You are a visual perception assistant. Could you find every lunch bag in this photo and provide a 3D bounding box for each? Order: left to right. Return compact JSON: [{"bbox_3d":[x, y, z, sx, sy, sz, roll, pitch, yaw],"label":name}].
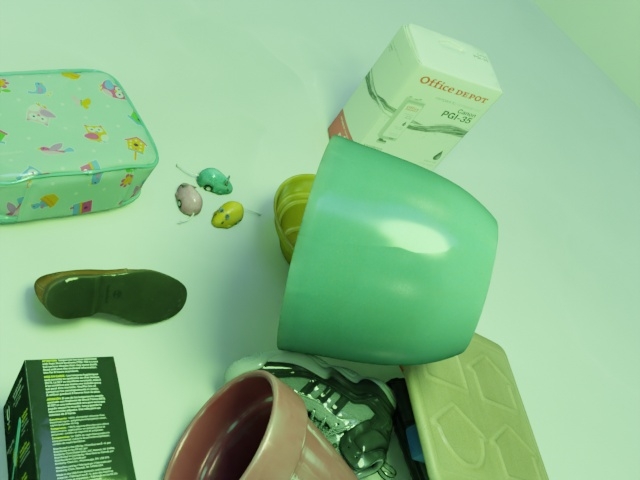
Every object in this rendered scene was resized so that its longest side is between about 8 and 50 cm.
[{"bbox_3d":[-0.387,-0.145,1.085,0.279,0.108,0.224,-14,61,-44],"label":"lunch bag"}]

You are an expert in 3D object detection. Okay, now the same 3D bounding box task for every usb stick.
[{"bbox_3d":[0.157,0.331,1.108,0.077,0.045,0.278,25,38,-51],"label":"usb stick"}]

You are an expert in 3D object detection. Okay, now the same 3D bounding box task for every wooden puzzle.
[{"bbox_3d":[0.216,0.261,1.153,0.322,0.080,0.347,28,34,-39],"label":"wooden puzzle"}]

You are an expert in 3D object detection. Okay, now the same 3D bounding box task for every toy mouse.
[{"bbox_3d":[-0.186,-0.082,1.235,0.161,0.031,0.143,-26,72,-46],"label":"toy mouse"}]

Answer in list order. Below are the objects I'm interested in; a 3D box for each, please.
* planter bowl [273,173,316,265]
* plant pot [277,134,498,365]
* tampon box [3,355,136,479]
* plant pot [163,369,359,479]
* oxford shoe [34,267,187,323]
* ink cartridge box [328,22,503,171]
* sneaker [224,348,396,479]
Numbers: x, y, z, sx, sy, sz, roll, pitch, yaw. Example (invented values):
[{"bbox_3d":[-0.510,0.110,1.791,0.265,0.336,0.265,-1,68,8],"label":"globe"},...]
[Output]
[{"bbox_3d":[0.000,0.000,1.257,0.217,0.090,0.217,20,45,-22],"label":"planter bowl"},{"bbox_3d":[0.095,0.033,0.995,0.235,0.293,0.293,15,42,4],"label":"plant pot"},{"bbox_3d":[-0.277,0.225,0.828,0.101,0.120,0.161,4,53,-34],"label":"tampon box"},{"bbox_3d":[-0.057,0.285,0.900,0.180,0.201,0.201,41,39,-22],"label":"plant pot"},{"bbox_3d":[-0.277,0.064,1.017,0.212,0.076,0.076,10,9,-43],"label":"oxford shoe"},{"bbox_3d":[0.177,-0.252,1.464,0.207,0.283,0.117,10,49,-30],"label":"ink cartridge box"},{"bbox_3d":[-0.003,0.247,1.025,0.269,0.101,0.153,20,42,-25],"label":"sneaker"}]
